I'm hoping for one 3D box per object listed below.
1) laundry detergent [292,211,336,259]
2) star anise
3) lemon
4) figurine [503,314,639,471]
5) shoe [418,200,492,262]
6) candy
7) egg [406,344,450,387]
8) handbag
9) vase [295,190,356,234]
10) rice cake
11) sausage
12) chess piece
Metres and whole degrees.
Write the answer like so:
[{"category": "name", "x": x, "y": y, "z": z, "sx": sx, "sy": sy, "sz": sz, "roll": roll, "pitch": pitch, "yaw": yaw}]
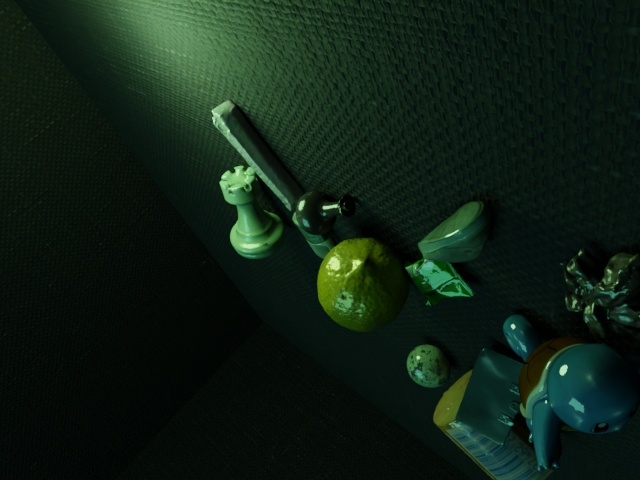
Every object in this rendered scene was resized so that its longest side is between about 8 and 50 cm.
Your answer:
[{"category": "laundry detergent", "x": 0.000, "y": 0.000, "z": 1.686, "sx": 0.099, "sy": 0.070, "sz": 0.225, "roll": 14, "pitch": 146, "yaw": 46}, {"category": "star anise", "x": 0.475, "y": 0.109, "z": 0.866, "sx": 0.220, "sy": 0.099, "sz": 0.214, "roll": 49, "pitch": 171, "yaw": -16}, {"category": "lemon", "x": 0.112, "y": 0.115, "z": 1.433, "sx": 0.267, "sy": 0.267, "sz": 0.267, "roll": 39, "pitch": 162, "yaw": 15}, {"category": "figurine", "x": 0.485, "y": 0.272, "z": 1.032, "sx": 0.416, "sy": 0.298, "sz": 0.242, "roll": -56, "pitch": -60, "yaw": -87}, {"category": "shoe", "x": 0.271, "y": 0.001, "z": 1.057, "sx": 0.100, "sy": 0.103, "sz": 0.251, "roll": 45, "pitch": 168, "yaw": -1}, {"category": "candy", "x": 0.274, "y": 0.094, "z": 1.303, "sx": 0.141, "sy": 0.078, "sz": 0.203, "roll": 44, "pitch": 157, "yaw": -1}, {"category": "egg", "x": 0.354, "y": 0.410, "z": 1.761, "sx": 0.172, "sy": 0.132, "sz": 0.132, "roll": 42, "pitch": 166, "yaw": -35}, {"category": "handbag", "x": 0.453, "y": 0.398, "z": 1.404, "sx": 0.144, "sy": 0.221, "sz": 0.057, "roll": 23, "pitch": -172, "yaw": 33}, {"category": "vase", "x": 0.016, "y": -0.078, "z": 1.425, "sx": 0.183, "sy": 0.120, "sz": 0.120, "roll": -9, "pitch": 127, "yaw": 51}, {"category": "rice cake", "x": -0.168, "y": -0.230, "z": 1.521, "sx": 0.365, "sy": 0.072, "sz": 0.056, "roll": 51, "pitch": 158, "yaw": -23}, {"category": "sausage", "x": 0.509, "y": 0.547, "z": 1.577, "sx": 0.287, "sy": 0.233, "sz": 0.233, "roll": 42, "pitch": 162, "yaw": 1}, {"category": "chess piece", "x": -0.238, "y": -0.099, "z": 1.824, "sx": 0.195, "sy": 0.195, "sz": 0.299, "roll": 31, "pitch": 150, "yaw": 35}]
